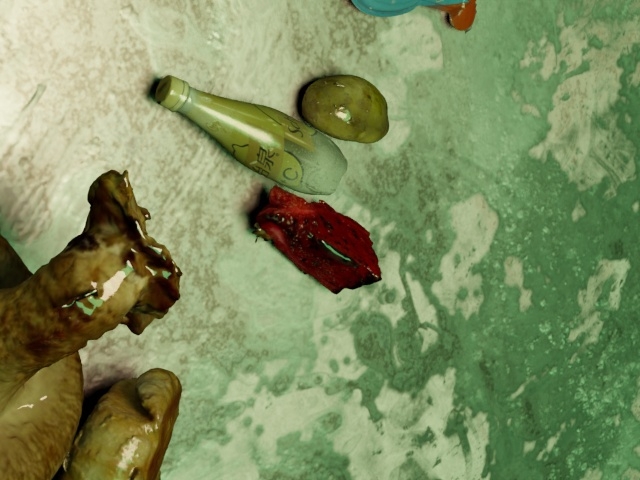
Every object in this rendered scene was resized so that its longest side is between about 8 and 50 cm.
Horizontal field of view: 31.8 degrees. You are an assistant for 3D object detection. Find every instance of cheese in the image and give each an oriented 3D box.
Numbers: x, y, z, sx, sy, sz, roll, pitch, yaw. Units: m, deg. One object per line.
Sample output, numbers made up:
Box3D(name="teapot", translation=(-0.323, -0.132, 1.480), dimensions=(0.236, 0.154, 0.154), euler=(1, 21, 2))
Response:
Box3D(name="cheese", translation=(0.124, -0.342, 1.510), dimensions=(0.256, 0.037, 0.106), euler=(6, 100, -39))

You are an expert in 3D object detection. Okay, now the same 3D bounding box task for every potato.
Box3D(name="potato", translation=(0.039, -0.172, 1.463), dimensions=(0.138, 0.070, 0.091), euler=(-1, 64, -39))

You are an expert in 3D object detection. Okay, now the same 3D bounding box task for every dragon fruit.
Box3D(name="dragon fruit", translation=(-0.014, 0.011, 1.459), dimensions=(0.092, 0.122, 0.192), euler=(-43, 132, 19))

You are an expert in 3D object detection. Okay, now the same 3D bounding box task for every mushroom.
Box3D(name="mushroom", translation=(-0.336, 0.129, 1.112), dimensions=(0.334, 0.356, 0.331), euler=(-60, 151, -47))

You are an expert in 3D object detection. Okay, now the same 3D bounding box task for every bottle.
Box3D(name="bottle", translation=(-0.084, -0.131, 1.379), dimensions=(0.270, 0.083, 0.083), euler=(25, 87, -38))

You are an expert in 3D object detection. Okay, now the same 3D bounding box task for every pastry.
Box3D(name="pastry", translation=(-0.234, 0.254, 1.304), dimensions=(0.100, 0.218, 0.229), euler=(19, 118, 1))
